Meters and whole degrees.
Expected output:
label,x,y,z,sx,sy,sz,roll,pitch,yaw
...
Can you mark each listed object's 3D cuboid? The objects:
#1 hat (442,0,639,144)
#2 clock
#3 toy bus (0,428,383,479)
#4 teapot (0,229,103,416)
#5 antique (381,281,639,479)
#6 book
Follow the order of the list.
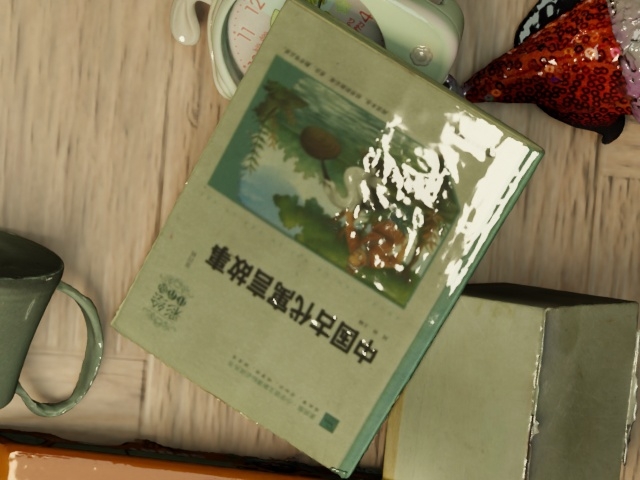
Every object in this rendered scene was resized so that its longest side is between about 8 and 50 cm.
label,x,y,z,sx,sy,sz,roll,pitch,yaw
hat,0.181,-0.122,1.398,0.227,0.129,0.140,-16,119,9
clock,-0.007,-0.147,1.342,0.191,0.062,0.151,33,124,-8
toy bus,-0.051,0.202,1.370,0.409,0.092,0.093,7,90,-11
teapot,-0.261,0.072,1.304,0.239,0.162,0.149,6,102,-33
antique,0.132,0.110,1.355,0.147,0.148,0.152,1,97,-54
book,0.000,0.000,1.315,0.215,0.025,0.282,32,110,12
